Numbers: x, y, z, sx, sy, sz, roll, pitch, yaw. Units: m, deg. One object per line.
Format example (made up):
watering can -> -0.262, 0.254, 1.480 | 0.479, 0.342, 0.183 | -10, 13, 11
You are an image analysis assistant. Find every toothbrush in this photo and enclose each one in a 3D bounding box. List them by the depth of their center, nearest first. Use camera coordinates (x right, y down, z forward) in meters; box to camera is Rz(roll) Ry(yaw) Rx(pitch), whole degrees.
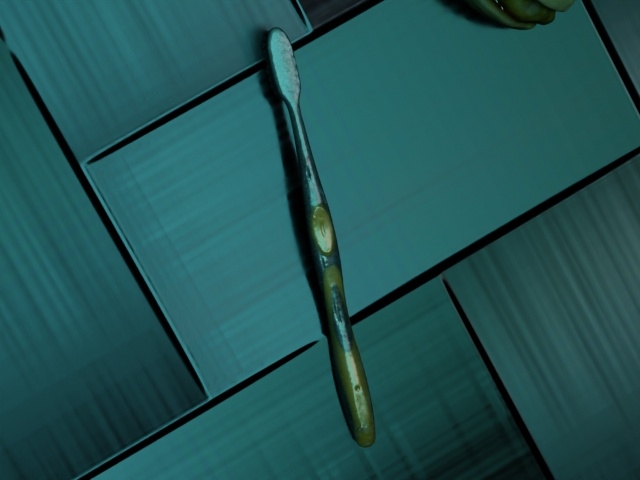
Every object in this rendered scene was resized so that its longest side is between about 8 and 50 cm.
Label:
toothbrush -> 0.001, 0.000, 1.432 | 0.023, 0.031, 0.321 | -14, 97, -10

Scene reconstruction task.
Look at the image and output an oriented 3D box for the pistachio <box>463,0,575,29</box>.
pistachio -> 0.132, -0.222, 1.414 | 0.113, 0.113, 0.149 | -37, 116, -8
